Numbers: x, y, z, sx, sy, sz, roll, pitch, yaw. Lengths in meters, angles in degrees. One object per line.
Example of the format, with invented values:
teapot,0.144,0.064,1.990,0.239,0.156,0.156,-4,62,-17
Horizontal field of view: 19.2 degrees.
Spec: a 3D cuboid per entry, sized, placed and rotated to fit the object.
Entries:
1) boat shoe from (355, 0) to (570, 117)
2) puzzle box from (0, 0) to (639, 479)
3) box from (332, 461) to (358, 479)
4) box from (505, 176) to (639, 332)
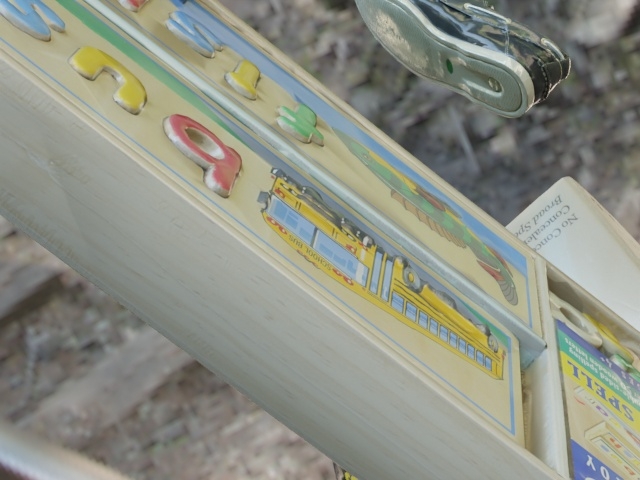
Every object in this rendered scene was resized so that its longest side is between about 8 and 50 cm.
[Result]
boat shoe,0.127,-0.192,1.766,0.233,0.084,0.079,32,59,32
puzzle box,0.000,0.000,0.814,0.052,0.409,0.272,-50,9,18
box,0.116,0.265,1.890,0.079,0.322,0.257,-24,25,-27
box,0.183,0.119,1.061,0.148,0.121,0.311,-43,39,8
